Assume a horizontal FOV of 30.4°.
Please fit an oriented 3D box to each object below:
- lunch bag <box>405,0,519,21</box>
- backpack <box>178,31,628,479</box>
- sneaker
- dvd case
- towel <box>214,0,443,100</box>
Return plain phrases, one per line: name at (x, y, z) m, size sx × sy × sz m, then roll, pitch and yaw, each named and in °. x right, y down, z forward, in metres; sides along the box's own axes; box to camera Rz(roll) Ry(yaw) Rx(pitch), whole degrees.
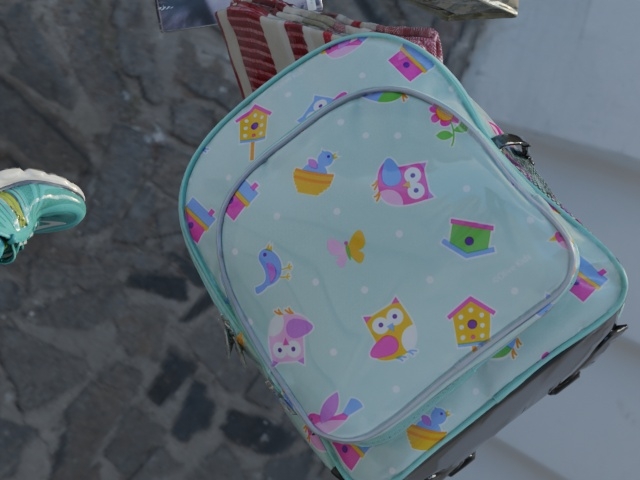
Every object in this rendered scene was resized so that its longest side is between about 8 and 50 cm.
lunch bag at (0.189, -0.487, 1.838) m, size 0.287 × 0.169 × 0.235 m, roll 10°, pitch 87°, yaw -50°
backpack at (0.026, 0.002, 0.541) m, size 0.166 × 0.188 × 0.144 m, roll -39°, pitch 157°, yaw 5°
sneaker at (-0.397, -0.016, 1.433) m, size 0.275 × 0.110 × 0.107 m, roll -10°, pitch 148°, yaw -51°
dvd case at (-0.115, -0.366, 1.536) m, size 0.221 × 0.018 × 0.164 m, roll -12°, pitch 94°, yaw -19°
towel at (0.022, -0.045, 0.806) m, size 0.037 × 0.329 × 0.237 m, roll -23°, pitch 112°, yaw -15°
